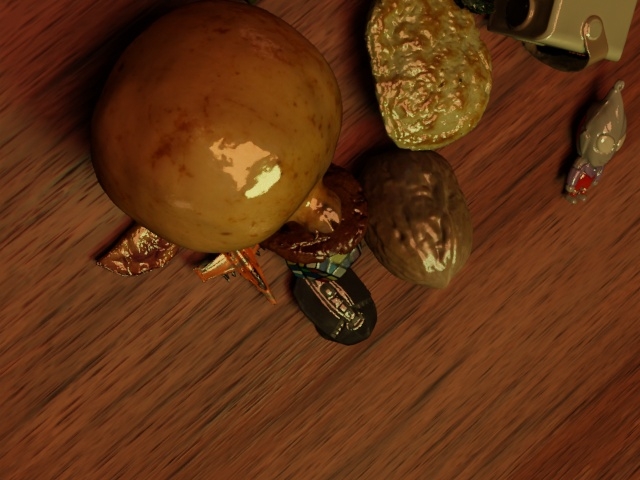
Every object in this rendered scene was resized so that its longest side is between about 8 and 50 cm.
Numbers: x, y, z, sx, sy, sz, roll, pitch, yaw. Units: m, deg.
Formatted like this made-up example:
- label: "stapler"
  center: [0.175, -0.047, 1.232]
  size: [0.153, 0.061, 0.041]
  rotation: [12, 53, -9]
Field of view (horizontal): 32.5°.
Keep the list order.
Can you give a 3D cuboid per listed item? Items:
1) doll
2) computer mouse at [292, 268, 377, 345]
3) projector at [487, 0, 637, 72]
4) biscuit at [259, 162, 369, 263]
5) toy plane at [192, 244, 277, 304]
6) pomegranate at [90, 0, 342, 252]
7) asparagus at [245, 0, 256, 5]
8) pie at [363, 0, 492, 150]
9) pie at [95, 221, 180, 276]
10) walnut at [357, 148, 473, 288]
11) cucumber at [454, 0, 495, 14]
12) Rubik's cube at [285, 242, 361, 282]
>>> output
- label: "doll"
  center: [0.471, -0.169, 1.870]
  size: [0.102, 0.075, 0.227]
  rotation: [-12, 129, -45]
- label: "computer mouse"
  center: [0.031, 0.104, 1.732]
  size: [0.106, 0.062, 0.192]
  rotation: [-45, 127, -7]
- label: "projector"
  center: [0.375, -0.381, 1.666]
  size: [0.177, 0.163, 0.242]
  rotation: [5, 105, -31]
- label: "biscuit"
  center: [-0.023, -0.049, 1.567]
  size: [0.192, 0.192, 0.049]
  rotation: [-17, 151, -24]
- label: "toy plane"
  center: [-0.114, 0.031, 1.624]
  size: [0.135, 0.062, 0.188]
  rotation: [-41, 139, -9]
- label: "pomegranate"
  center: [-0.110, -0.126, 1.387]
  size: [0.342, 0.342, 0.342]
  rotation: [-12, 116, -26]
- label: "asparagus"
  center: [-0.052, -0.395, 1.481]
  size: [0.045, 0.041, 0.178]
  rotation: [40, 86, 8]
- label: "pie"
  center: [0.154, -0.256, 1.615]
  size: [0.201, 0.090, 0.248]
  rotation: [-17, 102, -23]
- label: "pie"
  center: [-0.230, -0.011, 1.544]
  size: [0.092, 0.034, 0.170]
  rotation: [39, 88, -32]
- label: "walnut"
  center: [0.142, -0.032, 1.654]
  size: [0.178, 0.230, 0.178]
  rotation: [-20, 164, -6]
- label: "cucumber"
  center: [0.169, -0.421, 1.581]
  size: [0.072, 0.072, 0.300]
  rotation: [-48, 126, -4]
- label: "Rubik's cube"
  center: [0.000, 0.000, 1.638]
  size: [0.133, 0.133, 0.112]
  rotation: [24, 70, -36]
